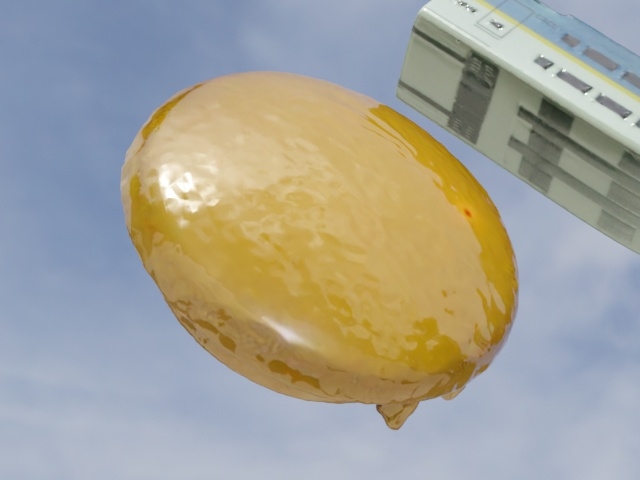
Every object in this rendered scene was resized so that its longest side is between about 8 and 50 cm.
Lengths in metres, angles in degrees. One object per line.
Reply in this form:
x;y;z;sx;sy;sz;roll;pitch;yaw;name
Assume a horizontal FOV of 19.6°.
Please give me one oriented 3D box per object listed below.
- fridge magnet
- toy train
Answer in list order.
0.000;0.000;0.625;0.143;0.143;0.063;22;-49;-8;fridge magnet
0.136;-0.019;0.677;0.234;0.051;0.052;35;-42;20;toy train
